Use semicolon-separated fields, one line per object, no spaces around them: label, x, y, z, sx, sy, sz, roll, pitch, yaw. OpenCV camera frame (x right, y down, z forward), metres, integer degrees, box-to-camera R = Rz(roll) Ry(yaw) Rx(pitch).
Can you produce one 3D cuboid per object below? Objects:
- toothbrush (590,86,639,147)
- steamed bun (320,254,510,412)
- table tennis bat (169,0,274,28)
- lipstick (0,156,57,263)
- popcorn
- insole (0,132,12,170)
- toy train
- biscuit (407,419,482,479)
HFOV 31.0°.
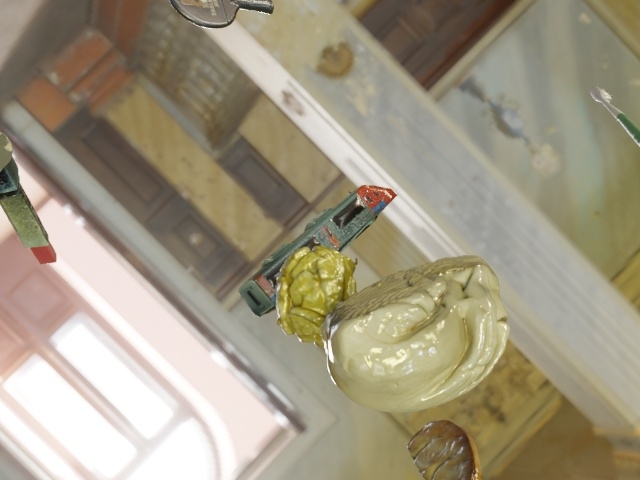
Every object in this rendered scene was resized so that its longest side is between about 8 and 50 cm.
toothbrush;0.428;-0.164;1.619;0.257;0.024;0.018;-102;-154;-62
steamed bun;0.153;0.158;1.746;0.276;0.203;0.289;-19;-173;12
table tennis bat;-0.197;-0.470;2.251;0.236;0.150;0.027;1;152;-34
lipstick;-0.481;-0.056;1.822;0.051;0.051;0.312;-12;141;1
popcorn;0.004;0.102;1.967;0.174;0.168;0.195;-23;148;17
insole;-0.535;-0.070;1.597;0.248;0.011;0.081;-33;143;-9
toy train;0.000;0.000;2.324;0.409;0.089;0.086;-42;-177;-34
biscuit;0.258;0.455;2.374;0.154;0.045;0.299;-53;-159;14
